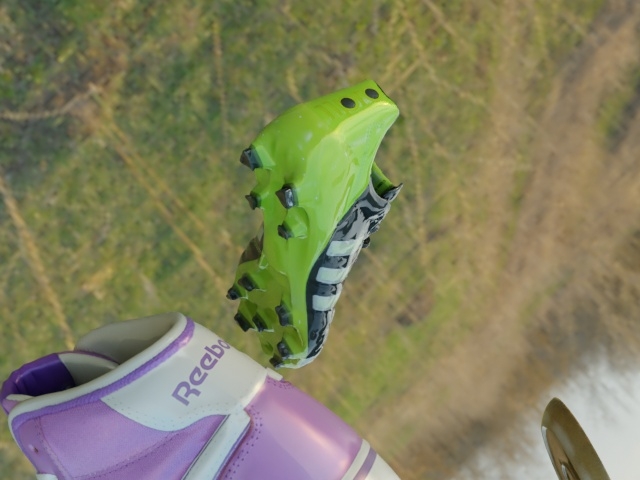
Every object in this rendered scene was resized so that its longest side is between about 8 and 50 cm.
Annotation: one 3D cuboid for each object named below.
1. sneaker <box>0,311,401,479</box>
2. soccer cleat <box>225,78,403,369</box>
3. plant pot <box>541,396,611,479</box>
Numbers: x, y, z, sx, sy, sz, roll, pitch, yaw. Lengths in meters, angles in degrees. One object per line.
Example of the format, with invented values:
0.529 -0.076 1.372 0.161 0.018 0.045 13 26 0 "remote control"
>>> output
-0.095 0.129 0.651 0.282 0.161 0.102 -48 -176 40 "sneaker"
0.000 0.000 0.614 0.072 0.060 0.179 -31 155 -24 "soccer cleat"
0.338 0.314 1.739 0.032 0.236 0.236 -24 168 -3 "plant pot"
